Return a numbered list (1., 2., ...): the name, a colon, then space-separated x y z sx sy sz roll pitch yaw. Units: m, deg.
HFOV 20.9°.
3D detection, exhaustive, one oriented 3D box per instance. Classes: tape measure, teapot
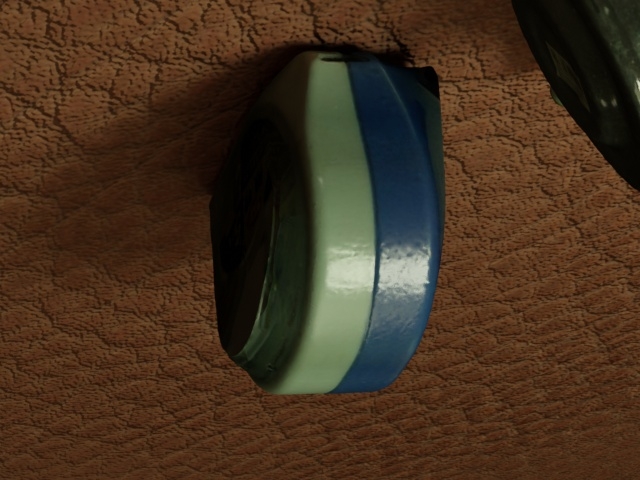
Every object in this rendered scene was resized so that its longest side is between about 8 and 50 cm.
1. tape measure: -0.001 -0.002 1.440 0.138 0.262 0.259 6 147 -14
2. teapot: 0.280 -0.164 1.279 0.239 0.239 0.321 -27 147 -2
